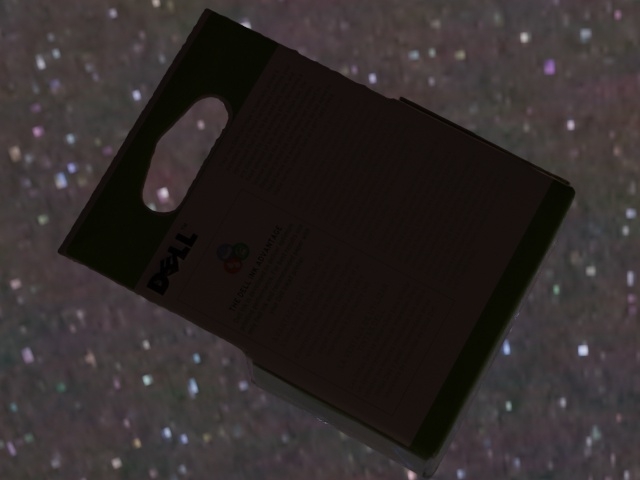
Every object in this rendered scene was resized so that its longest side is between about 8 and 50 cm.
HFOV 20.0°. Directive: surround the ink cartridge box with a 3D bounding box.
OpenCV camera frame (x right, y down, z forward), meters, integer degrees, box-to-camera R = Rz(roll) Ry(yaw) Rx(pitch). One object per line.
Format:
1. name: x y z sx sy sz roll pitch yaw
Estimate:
1. ink cartridge box: 0.000 0.000 1.117 0.255 0.097 0.189 28 -103 9
